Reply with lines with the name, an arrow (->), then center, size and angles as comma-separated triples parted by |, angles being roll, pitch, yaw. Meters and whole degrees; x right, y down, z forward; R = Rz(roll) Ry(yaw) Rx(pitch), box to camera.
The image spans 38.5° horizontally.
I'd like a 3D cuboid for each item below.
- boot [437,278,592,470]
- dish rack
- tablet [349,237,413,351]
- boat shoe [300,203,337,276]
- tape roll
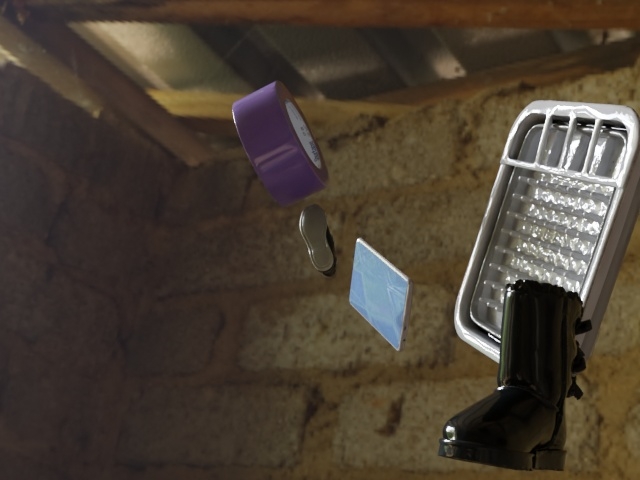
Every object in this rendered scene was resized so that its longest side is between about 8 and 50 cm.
boot -> 0.105, 0.070, 0.485 | 0.045, 0.099, 0.121 | 3, -9, 37
dish rack -> 0.291, -0.001, 1.134 | 0.072, 0.333, 0.285 | 16, 5, -20
tablet -> 0.042, 0.037, 0.647 | 0.006, 0.054, 0.083 | -3, 22, -23
boat shoe -> 0.000, 0.000, 1.451 | 0.046, 0.125, 0.038 | -22, -33, 7
tape roll -> -0.061, -0.154, 1.468 | 0.080, 0.189, 0.189 | -24, -33, 10
